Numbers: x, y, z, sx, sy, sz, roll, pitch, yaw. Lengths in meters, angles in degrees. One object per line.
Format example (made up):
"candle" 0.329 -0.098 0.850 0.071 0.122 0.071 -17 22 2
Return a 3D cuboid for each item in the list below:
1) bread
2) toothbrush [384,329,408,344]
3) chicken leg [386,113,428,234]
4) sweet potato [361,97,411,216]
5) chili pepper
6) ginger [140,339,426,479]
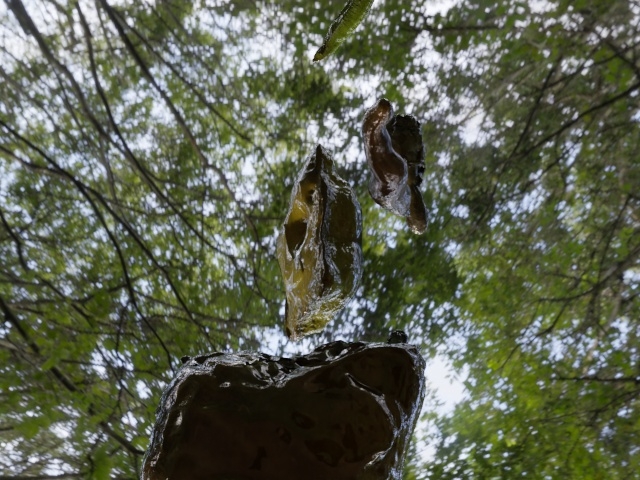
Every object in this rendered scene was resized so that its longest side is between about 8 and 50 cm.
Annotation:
"bread" 0.000 0.000 0.949 0.088 0.161 0.233 8 -120 -24
"toothbrush" 0.027 0.262 0.958 0.040 0.364 0.041 22 -157 -10
"chicken leg" 0.140 -0.107 1.193 0.069 0.085 0.198 -10 -90 6
"sweet potato" 0.059 -0.059 0.648 0.044 0.179 0.044 -6 -116 12
"chili pepper" 0.052 -0.350 1.081 0.048 0.043 0.208 19 -81 -22
"ginger" -0.027 0.204 0.681 0.269 0.200 0.223 0 -99 -15
